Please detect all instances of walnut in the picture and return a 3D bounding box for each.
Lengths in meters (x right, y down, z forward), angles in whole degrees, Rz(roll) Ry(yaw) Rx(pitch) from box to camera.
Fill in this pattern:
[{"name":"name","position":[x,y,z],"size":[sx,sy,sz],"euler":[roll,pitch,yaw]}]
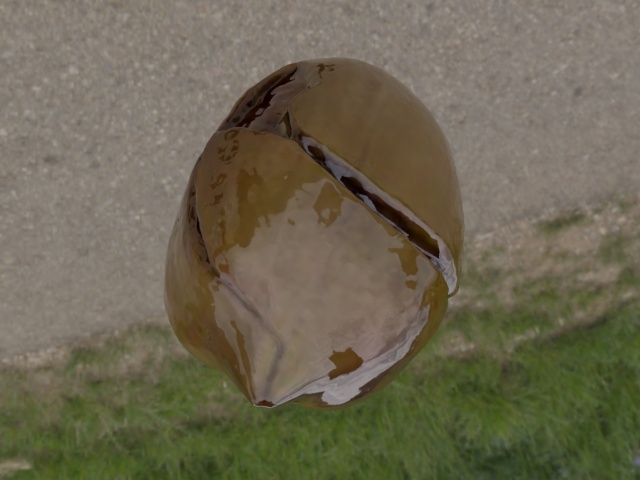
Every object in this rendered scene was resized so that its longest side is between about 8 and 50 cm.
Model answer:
[{"name":"walnut","position":[0.000,0.000,0.597],"size":[0.202,0.298,0.203],"euler":[5,132,6]}]
